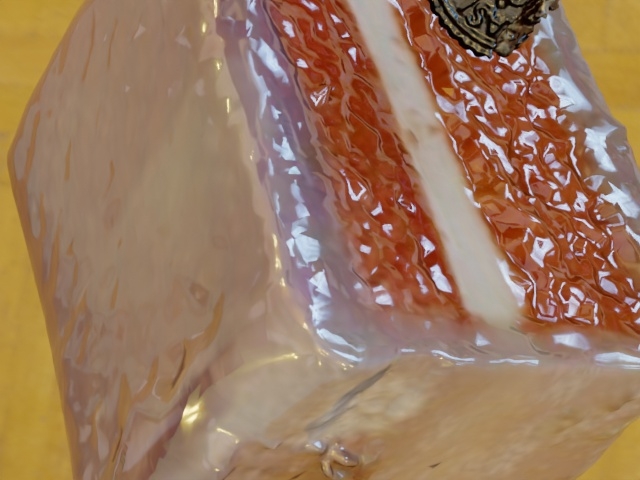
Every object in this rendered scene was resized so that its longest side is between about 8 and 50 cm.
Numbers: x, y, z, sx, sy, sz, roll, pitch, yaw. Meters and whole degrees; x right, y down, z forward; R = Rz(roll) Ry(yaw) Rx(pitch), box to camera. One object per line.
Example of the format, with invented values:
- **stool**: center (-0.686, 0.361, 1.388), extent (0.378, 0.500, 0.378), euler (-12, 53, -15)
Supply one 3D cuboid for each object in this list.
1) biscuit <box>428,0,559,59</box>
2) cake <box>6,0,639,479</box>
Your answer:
- **biscuit**: center (0.086, -0.120, 0.814), extent (0.087, 0.027, 0.089), euler (0, 113, 17)
- **cake**: center (0.000, 0.000, 0.916), extent (0.230, 0.237, 0.308), euler (-47, 47, 40)
